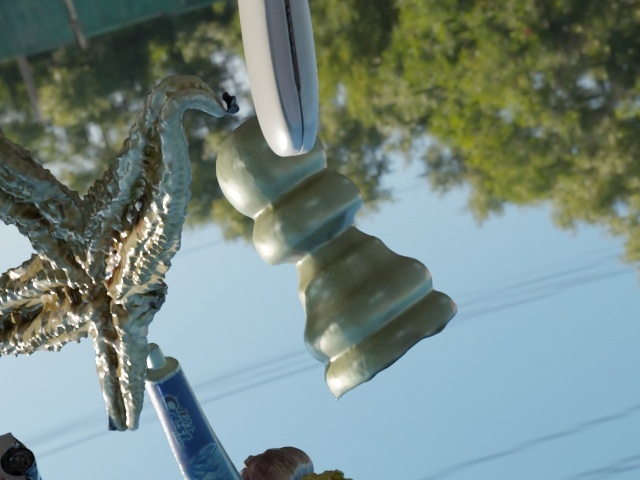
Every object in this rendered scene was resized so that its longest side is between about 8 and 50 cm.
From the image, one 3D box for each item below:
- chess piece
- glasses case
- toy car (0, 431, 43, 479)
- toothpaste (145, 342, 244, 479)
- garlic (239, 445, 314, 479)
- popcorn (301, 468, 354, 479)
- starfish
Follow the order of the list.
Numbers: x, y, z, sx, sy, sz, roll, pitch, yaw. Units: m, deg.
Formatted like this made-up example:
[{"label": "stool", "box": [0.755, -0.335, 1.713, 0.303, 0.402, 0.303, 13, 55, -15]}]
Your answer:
[{"label": "chess piece", "box": [0.000, 0.000, 1.599, 0.182, 0.330, 0.182, -34, 177, -2]}, {"label": "glasses case", "box": [-0.042, -0.198, 1.324, 0.059, 0.234, 0.092, -11, -173, -16]}, {"label": "toy car", "box": [-0.314, 0.301, 1.366, 0.108, 0.210, 0.089, -18, 150, -13]}, {"label": "toothpaste", "box": [-0.161, 0.236, 1.681, 0.069, 0.268, 0.047, -36, -148, -27]}, {"label": "garlic", "box": [-0.089, 0.394, 2.235, 0.159, 0.102, 0.147, -39, 179, -17]}, {"label": "popcorn", "box": [0.009, 0.411, 2.129, 0.121, 0.116, 0.106, -46, 148, 2]}, {"label": "starfish", "box": [-0.230, -0.021, 1.135, 0.324, 0.432, 0.082, 29, -129, 16]}]
